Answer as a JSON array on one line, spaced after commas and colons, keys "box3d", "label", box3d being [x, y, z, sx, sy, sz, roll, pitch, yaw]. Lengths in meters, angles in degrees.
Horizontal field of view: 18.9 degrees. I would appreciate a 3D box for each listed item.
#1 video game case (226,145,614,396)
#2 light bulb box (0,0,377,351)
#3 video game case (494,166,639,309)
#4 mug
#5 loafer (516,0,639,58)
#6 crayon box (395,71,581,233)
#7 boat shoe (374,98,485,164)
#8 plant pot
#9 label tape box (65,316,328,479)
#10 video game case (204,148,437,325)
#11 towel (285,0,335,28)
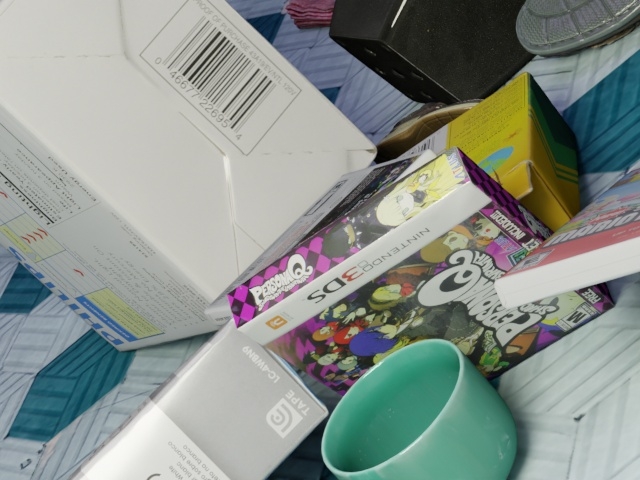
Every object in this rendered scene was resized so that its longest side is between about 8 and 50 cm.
[{"box3d": [0.080, 0.044, 1.446, 0.210, 0.232, 0.042, -32, 51, 18], "label": "video game case"}, {"box3d": [-0.197, -0.096, 1.857, 0.225, 0.358, 0.361, -51, 14, -20], "label": "light bulb box"}, {"box3d": [0.267, -0.031, 1.378, 0.204, 0.025, 0.285, -19, 7, 33], "label": "video game case"}, {"box3d": [0.071, 0.162, 1.414, 0.158, 0.097, 0.129, -46, 25, -9], "label": "mug"}, {"box3d": [0.310, -0.248, 1.797, 0.267, 0.084, 0.096, -35, 56, 23], "label": "loafer"}, {"box3d": [0.114, -0.016, 1.602, 0.202, 0.081, 0.318, -34, 13, 17], "label": "crayon box"}, {"box3d": [0.111, -0.112, 1.864, 0.152, 0.056, 0.049, -19, 38, 41], "label": "boat shoe"}, {"box3d": [0.120, -0.236, 1.930, 0.167, 0.188, 0.187, -59, 27, -6], "label": "plant pot"}, {"box3d": [-0.158, 0.220, 1.541, 0.347, 0.115, 0.249, -43, 0, -6], "label": "label tape box"}, {"box3d": [0.000, 0.000, 1.631, 0.190, 0.022, 0.173, -44, 12, -22], "label": "video game case"}, {"box3d": [0.119, -0.384, 2.337, 0.329, 0.037, 0.237, -50, 26, -20], "label": "towel"}]
